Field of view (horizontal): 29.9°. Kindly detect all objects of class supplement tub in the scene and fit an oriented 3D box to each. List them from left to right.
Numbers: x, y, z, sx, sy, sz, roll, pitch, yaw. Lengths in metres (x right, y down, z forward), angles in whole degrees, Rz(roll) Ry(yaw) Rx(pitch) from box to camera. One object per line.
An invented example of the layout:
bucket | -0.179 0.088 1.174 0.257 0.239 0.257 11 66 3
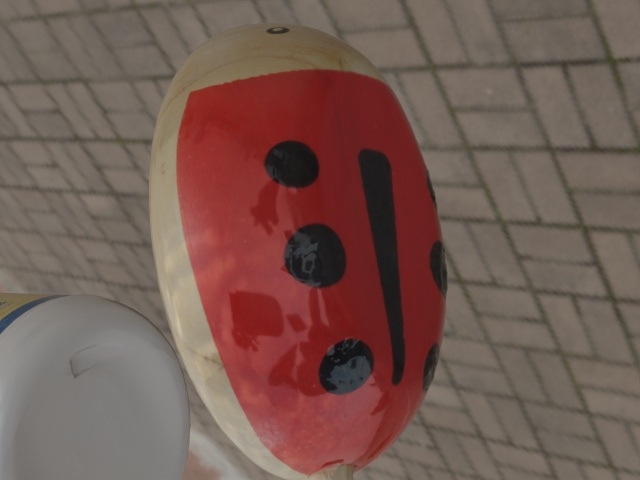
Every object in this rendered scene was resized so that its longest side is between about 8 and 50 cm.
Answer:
supplement tub | -0.186 0.099 0.643 0.200 0.144 0.144 0 131 35

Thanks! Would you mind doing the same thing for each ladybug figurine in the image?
ladybug figurine | 0.000 0.000 1.083 0.162 0.305 0.449 -22 72 43
